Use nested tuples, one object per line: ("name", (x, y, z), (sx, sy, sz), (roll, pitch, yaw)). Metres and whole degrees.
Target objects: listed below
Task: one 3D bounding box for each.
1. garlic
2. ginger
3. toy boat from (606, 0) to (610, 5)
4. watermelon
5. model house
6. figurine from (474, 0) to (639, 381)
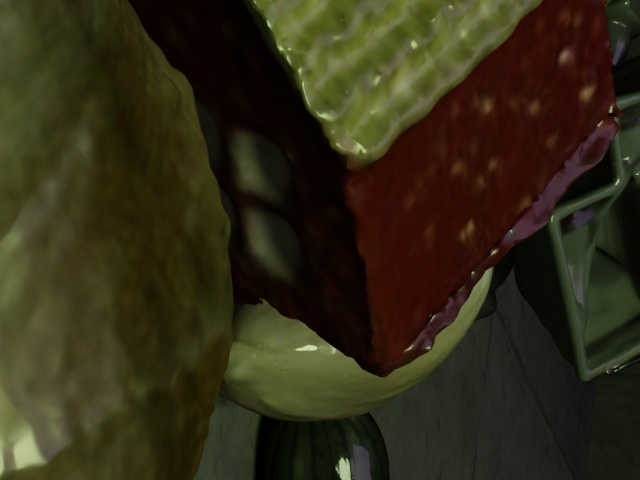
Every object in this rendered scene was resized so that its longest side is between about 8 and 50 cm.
("garlic", (0.007, 0.013, 0.864), (0.164, 0.145, 0.245), (51, 35, -18))
("ginger", (-0.115, 0.014, 0.401), (0.221, 0.130, 0.276), (-14, 108, -62))
("toy boat", (0.082, -0.160, 0.942), (0.061, 0.188, 0.116), (-64, 154, -72))
("watermelon", (0.003, 0.137, 0.925), (0.078, 0.078, 0.111), (-47, 140, -66))
("model house", (0.016, -0.103, 0.661), (0.196, 0.160, 0.254), (-45, 148, -26))
("figurine", (0.133, -0.063, 1.046), (0.342, 0.285, 0.167), (-45, 123, -10))
